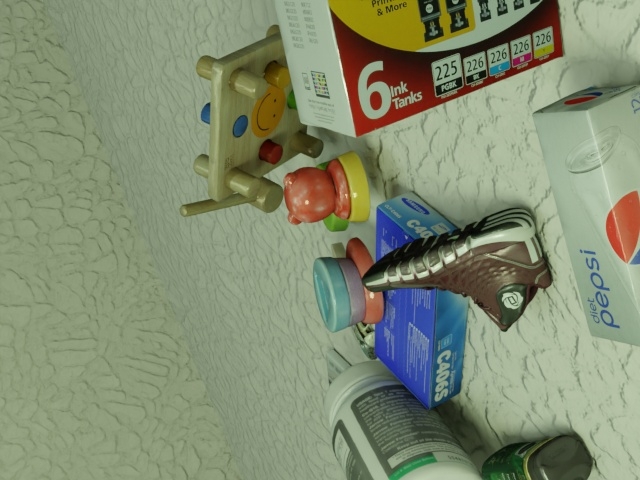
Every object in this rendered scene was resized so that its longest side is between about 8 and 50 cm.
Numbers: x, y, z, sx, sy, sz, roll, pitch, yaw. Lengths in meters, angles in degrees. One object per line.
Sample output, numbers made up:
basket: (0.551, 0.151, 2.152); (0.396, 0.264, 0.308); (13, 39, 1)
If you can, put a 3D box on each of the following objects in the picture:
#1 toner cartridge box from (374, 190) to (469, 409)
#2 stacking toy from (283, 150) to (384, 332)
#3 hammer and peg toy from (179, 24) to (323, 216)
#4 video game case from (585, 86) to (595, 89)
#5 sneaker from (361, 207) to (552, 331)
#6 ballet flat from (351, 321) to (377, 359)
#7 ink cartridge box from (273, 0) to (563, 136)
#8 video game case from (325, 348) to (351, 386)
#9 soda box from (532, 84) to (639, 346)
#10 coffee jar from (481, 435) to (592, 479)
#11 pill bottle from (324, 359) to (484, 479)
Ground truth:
toner cartridge box: (0.167, 0.105, 1.656); (0.165, 0.075, 0.347); (43, 147, 40)
stacking toy: (0.000, 0.000, 1.735); (0.279, 0.130, 0.308); (-147, 47, -73)
hammer and peg toy: (-0.104, -0.171, 1.688); (0.127, 0.266, 0.361); (26, 128, 26)
video game case: (0.359, -0.089, 1.157); (0.166, 0.015, 0.119); (47, 151, 36)
sneaker: (0.201, 0.071, 1.424); (0.281, 0.106, 0.162); (-20, 105, 36)
ballet flat: (0.087, 0.179, 1.939); (0.114, 0.041, 0.041); (61, 156, 9)
ink cartridge box: (0.106, -0.299, 1.125); (0.130, 0.310, 0.271); (24, 133, 56)
video game case: (0.080, 0.354, 2.127); (0.201, 0.023, 0.183); (38, 144, 45)
soda box: (0.337, -0.027, 1.125); (0.098, 0.091, 0.286); (10, 121, 62)
coffee jar: (0.330, 0.351, 1.516); (0.079, 0.096, 0.184); (61, 156, 5)
pill bottle: (0.137, 0.374, 1.737); (0.361, 0.204, 0.204); (-123, 20, -59)
